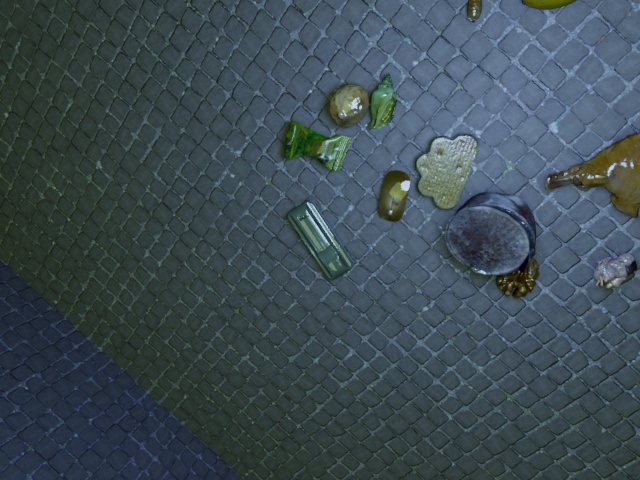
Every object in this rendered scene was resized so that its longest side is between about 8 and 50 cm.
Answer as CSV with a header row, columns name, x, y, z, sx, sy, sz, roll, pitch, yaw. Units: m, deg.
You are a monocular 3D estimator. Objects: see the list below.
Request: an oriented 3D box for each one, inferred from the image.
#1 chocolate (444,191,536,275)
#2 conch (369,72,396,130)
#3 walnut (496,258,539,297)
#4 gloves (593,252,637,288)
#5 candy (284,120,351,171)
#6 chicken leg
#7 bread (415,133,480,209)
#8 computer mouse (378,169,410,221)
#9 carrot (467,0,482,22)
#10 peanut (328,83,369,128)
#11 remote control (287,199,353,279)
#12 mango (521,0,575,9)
name,x,y,z,sx,sy,sz,roll,pitch,yaw
chocolate,0.611,-0.051,1.650,0.303,0.213,0.303,21,136,21
conch,0.228,-0.497,1.702,0.094,0.080,0.201,1,124,3
walnut,0.732,0.139,1.750,0.142,0.069,0.170,15,112,10
gloves,1.022,0.101,1.643,0.144,0.094,0.111,-14,128,-2
candy,-0.016,-0.359,1.817,0.246,0.069,0.149,19,105,15
chicken leg,0.966,-0.193,1.546,0.409,0.182,0.295,-13,119,23
bread,0.447,-0.265,1.717,0.207,0.056,0.287,22,111,5
computer mouse,0.282,-0.168,1.800,0.102,0.045,0.199,16,109,14
carrot,0.507,-0.849,1.536,0.049,0.049,0.255,2,102,15
peanut,0.107,-0.495,1.721,0.159,0.109,0.141,-37,105,10
remote control,0.000,0.000,1.921,0.128,0.065,0.335,-32,96,19
mango,0.745,-0.794,1.456,0.237,0.091,0.137,1,112,16
